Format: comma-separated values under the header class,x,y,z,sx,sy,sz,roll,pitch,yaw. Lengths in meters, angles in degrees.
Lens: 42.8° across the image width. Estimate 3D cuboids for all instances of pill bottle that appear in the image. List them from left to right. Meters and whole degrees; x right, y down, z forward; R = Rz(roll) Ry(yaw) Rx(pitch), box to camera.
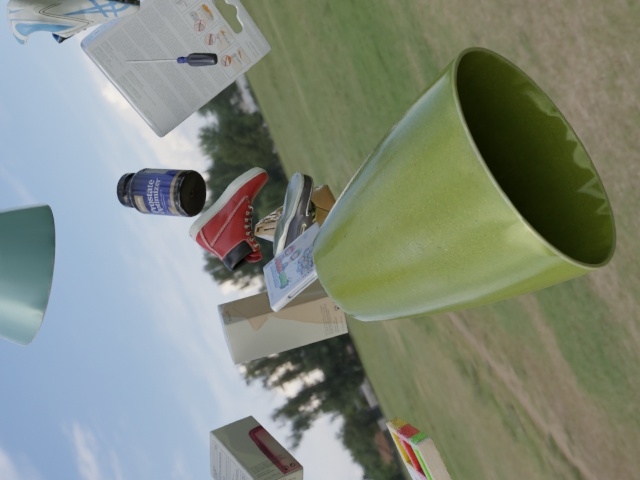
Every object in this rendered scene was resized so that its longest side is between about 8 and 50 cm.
class,x,y,z,sx,sy,sz,roll,pitch,yaw
pill bottle,-0.412,-0.125,2.105,0.123,0.219,0.123,-13,-75,-60

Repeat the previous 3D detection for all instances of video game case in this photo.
class,x,y,z,sx,sy,sz,roll,pitch,yaw
video game case,-0.044,0.046,1.522,0.019,0.143,0.157,44,-168,-25

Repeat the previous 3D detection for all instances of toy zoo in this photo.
class,x,y,z,sx,sy,sz,roll,pitch,yaw
toy zoo,0.192,0.423,1.473,0.192,0.030,0.293,64,171,0

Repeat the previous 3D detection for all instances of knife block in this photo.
class,x,y,z,sx,sy,sz,roll,pitch,yaw
knife block,0.000,0.000,1.994,0.088,0.275,0.242,-9,113,49

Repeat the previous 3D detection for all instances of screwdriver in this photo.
class,x,y,z,sx,sy,sz,roll,pitch,yaw
screwdriver,-0.258,-0.305,1.394,0.024,0.169,0.025,78,-169,-52

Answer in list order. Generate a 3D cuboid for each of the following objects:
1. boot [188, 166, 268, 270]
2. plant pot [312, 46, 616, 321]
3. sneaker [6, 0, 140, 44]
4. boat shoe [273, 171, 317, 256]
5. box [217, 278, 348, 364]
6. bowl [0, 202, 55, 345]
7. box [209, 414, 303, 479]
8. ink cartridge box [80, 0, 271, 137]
class,x,y,z,sx,sy,sz,roll,pitch,yaw
boot,-0.171,-0.047,1.959,0.176,0.244,0.088,37,166,17
plant pot,0.138,-0.026,0.955,0.274,0.293,0.275,28,-136,-31
sneaker,-0.438,-0.402,1.460,0.085,0.237,0.086,42,139,45
boat shoe,-0.045,-0.052,1.714,0.228,0.068,0.081,111,160,-44
box,-0.101,0.205,2.132,0.148,0.311,0.121,-132,29,-66
bowl,-0.682,0.063,1.718,0.311,0.163,0.312,-19,67,55
box,-0.157,0.556,1.965,0.232,0.126,0.149,34,130,45
ink cartridge box,-0.363,-0.498,2.092,0.308,0.385,0.091,52,178,-35
